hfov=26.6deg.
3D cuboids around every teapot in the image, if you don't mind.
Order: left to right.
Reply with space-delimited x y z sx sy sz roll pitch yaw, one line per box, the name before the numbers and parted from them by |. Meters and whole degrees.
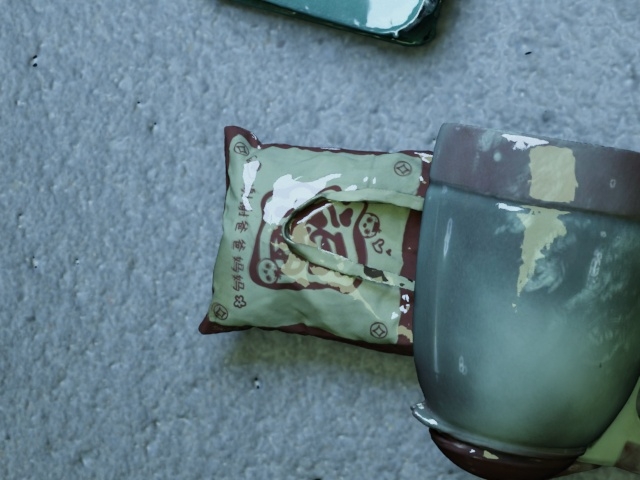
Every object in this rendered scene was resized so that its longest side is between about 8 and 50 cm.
teapot | 0.231 0.071 1.228 0.315 0.233 0.312 10 95 -9

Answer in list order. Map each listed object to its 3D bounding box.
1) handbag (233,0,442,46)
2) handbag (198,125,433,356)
handbag | 0.028 -0.351 1.384 0.274 0.100 0.268 17 93 20
handbag | 0.000 0.000 1.336 0.235 0.127 0.213 6 84 16
